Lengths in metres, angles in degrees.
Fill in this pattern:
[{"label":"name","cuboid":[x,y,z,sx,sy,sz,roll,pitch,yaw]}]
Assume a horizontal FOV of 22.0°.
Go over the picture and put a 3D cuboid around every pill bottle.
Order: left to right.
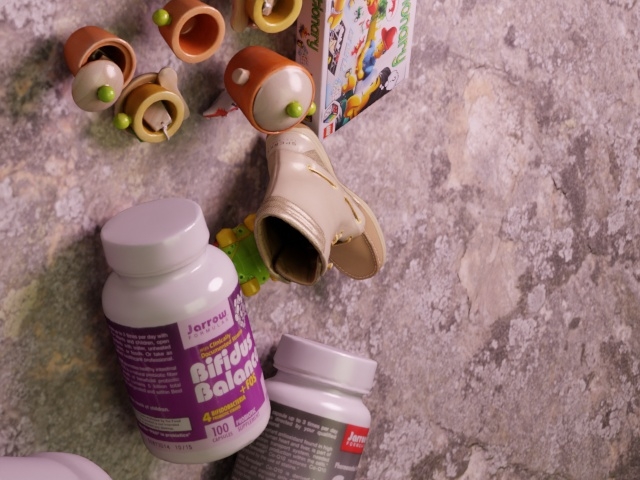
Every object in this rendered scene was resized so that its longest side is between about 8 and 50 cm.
[{"label":"pill bottle","cuboid":[-0.170,0.108,2.010,0.169,0.169,0.302,-34,123,-35]},{"label":"pill bottle","cuboid":[-0.026,0.279,2.208,0.161,0.161,0.283,19,87,-46]}]

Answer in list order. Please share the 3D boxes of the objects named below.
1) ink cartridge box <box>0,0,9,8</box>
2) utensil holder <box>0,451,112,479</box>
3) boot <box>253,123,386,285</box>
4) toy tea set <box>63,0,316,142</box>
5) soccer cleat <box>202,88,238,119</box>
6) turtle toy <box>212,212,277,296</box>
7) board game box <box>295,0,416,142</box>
[{"label":"ink cartridge box","cuboid":[-0.355,-0.308,1.733,0.191,0.139,0.082,-46,128,-28]},{"label":"utensil holder","cuboid":[-0.427,0.380,1.708,0.385,0.327,0.328,9,94,-46]},{"label":"boot","cuboid":[0.000,0.000,2.143,0.262,0.095,0.203,58,24,-33]},{"label":"toy tea set","cuboid":[-0.138,-0.195,1.952,0.336,0.124,0.200,-21,130,-25]},{"label":"soccer cleat","cuboid":[-0.120,-0.177,2.091,0.083,0.029,0.036,-26,109,-43]},{"label":"turtle toy","cuboid":[-0.110,0.028,2.125,0.130,0.066,0.095,-29,97,-35]},{"label":"board game box","cuboid":[0.048,-0.291,2.133,0.193,0.053,0.305,-39,149,-32]}]
